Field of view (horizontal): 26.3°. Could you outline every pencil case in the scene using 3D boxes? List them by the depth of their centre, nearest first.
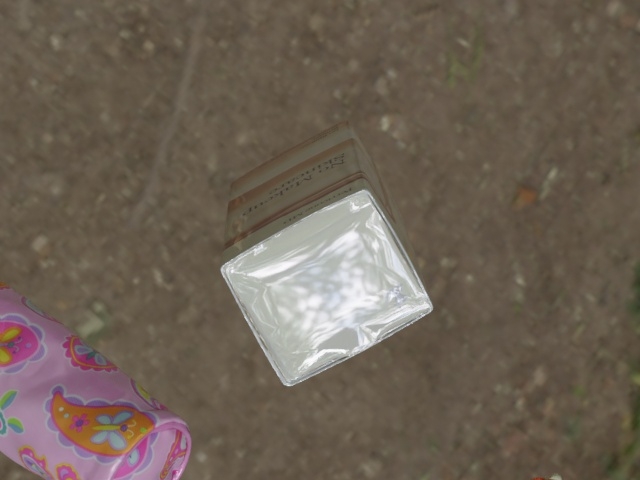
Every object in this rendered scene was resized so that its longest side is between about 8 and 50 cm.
[{"bbox_3d":[-0.247,0.133,1.185,0.124,0.284,0.124,-44,152,-31],"label":"pencil case"}]

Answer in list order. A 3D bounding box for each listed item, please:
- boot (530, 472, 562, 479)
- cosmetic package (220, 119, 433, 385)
[{"bbox_3d":[0.183,0.226,1.055,0.059,0.085,0.158,-38,172,9],"label":"boot"},{"bbox_3d":[0.000,0.000,1.284,0.153,0.296,0.129,-28,106,5],"label":"cosmetic package"}]
